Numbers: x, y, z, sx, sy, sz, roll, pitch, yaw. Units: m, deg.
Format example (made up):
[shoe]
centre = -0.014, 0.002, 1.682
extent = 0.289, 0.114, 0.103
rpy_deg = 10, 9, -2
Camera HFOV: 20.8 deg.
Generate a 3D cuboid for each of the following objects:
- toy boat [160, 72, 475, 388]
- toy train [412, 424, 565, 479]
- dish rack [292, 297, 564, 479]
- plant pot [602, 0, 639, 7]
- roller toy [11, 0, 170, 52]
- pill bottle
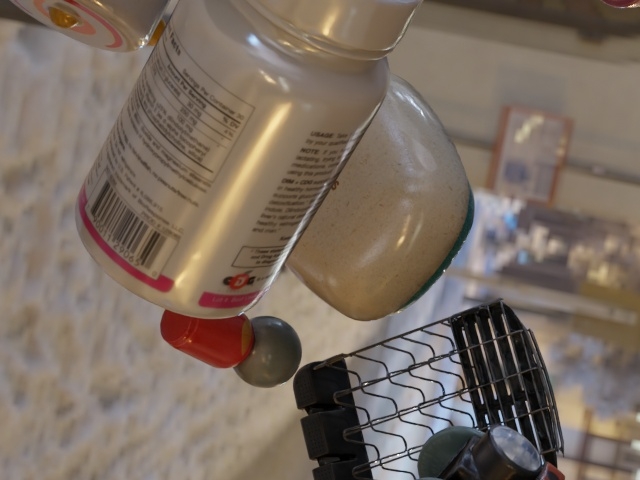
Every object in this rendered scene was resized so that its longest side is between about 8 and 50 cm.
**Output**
[toy boat]
centre = 0.000, 0.000, 1.541
extent = 0.318, 0.148, 0.267
rpy_deg = -48, -134, 19
[toy train]
centre = 0.098, 0.299, 1.412
extent = 0.334, 0.190, 0.142
rpy_deg = -52, 178, 25
[dish rack]
centre = 0.102, 0.176, 1.623
extent = 0.074, 0.271, 0.208
rpy_deg = 8, 64, -56
[plant pot]
centre = 0.304, -0.361, 1.997
extent = 0.201, 0.180, 0.201
rpy_deg = 171, -90, -68
[roller toy]
centre = -0.254, -0.296, 1.908
extent = 0.209, 0.191, 0.146
rpy_deg = 93, 21, -78
[pill bottle]
centre = -0.050, -0.095, 1.240
extent = 0.283, 0.160, 0.160
rpy_deg = -58, -176, 30
